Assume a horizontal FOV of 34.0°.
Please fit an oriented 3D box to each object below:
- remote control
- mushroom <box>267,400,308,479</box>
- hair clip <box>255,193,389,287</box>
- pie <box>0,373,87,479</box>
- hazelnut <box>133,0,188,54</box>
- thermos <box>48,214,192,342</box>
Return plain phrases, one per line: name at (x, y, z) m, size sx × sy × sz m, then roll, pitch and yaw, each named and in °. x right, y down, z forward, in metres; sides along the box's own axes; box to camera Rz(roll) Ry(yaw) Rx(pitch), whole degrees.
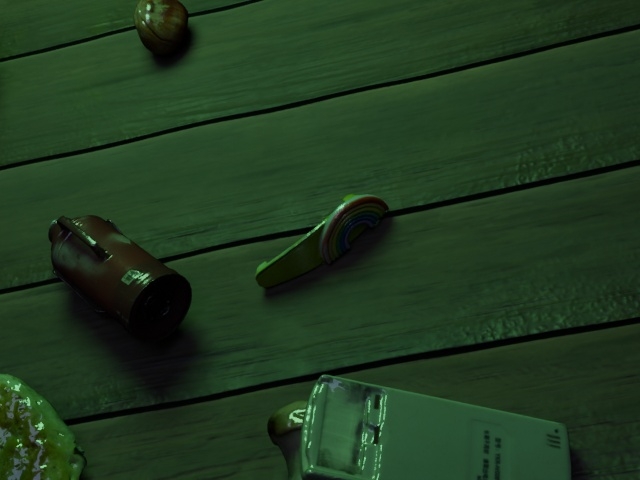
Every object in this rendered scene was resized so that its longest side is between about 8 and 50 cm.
remote control at (0.120, 0.221, 1.083) m, size 0.285 × 0.038 × 0.123 m, roll 11°, pitch 54°, yaw -6°
mushroom at (-0.002, 0.324, 1.072) m, size 0.159 × 0.122 × 0.329 m, roll -17°, pitch 55°, yaw 29°
hair clip at (0.000, 0.000, 1.287) m, size 0.188 × 0.060 × 0.033 m, roll -35°, pitch 43°, yaw -1°
pie at (-0.446, 0.290, 1.238) m, size 0.371 × 0.078 × 0.297 m, roll 15°, pitch 68°, yaw 19°
hazelnut at (-0.229, -0.313, 1.498) m, size 0.086 × 0.086 × 0.086 m, roll -6°, pitch 61°, yaw 11°
thermos at (-0.270, 0.029, 1.307) m, size 0.232 × 0.124 × 0.099 m, roll 33°, pitch 71°, yaw 34°
